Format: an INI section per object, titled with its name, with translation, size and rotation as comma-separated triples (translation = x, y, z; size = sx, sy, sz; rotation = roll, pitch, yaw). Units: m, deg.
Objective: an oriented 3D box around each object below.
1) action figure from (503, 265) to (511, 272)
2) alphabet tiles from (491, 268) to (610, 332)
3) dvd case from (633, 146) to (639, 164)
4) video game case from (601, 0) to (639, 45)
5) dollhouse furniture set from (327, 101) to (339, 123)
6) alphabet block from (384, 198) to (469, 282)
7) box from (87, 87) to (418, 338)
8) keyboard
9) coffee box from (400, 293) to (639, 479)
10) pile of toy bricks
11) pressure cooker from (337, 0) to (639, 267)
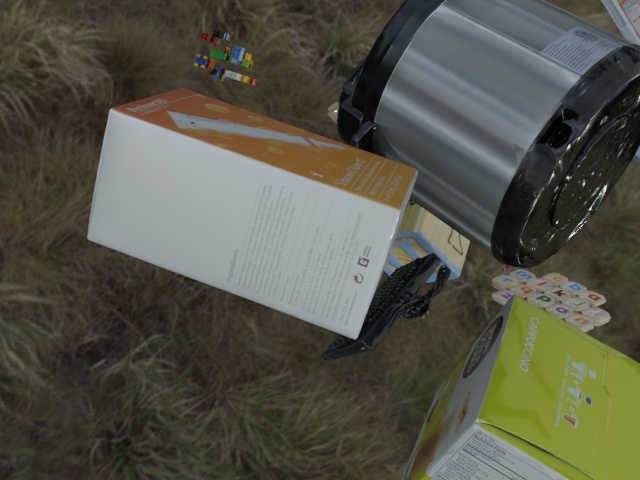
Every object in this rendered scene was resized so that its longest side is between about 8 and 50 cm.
[action figure]
translation = 0.464, -0.002, 1.985
size = 0.139, 0.280, 0.091
rotation = -51, 125, -24
[alphabet tiles]
translation = 0.585, 0.152, 1.834
size = 0.277, 0.021, 0.284
rotation = -14, 31, -36
[dvd case]
translation = 0.661, -0.175, 1.263
size = 0.180, 0.022, 0.253
rotation = -42, 54, -3
[video game case]
translation = 0.595, -0.504, 1.389
size = 0.204, 0.025, 0.285
rotation = -37, 95, -34
[dollhouse furniture set]
translation = 0.249, -0.323, 2.081
size = 0.355, 0.303, 0.174
rotation = 36, 25, -47
[alphabet block]
translation = 0.238, -0.029, 1.728
size = 0.192, 0.193, 0.197
rotation = 45, 53, -31
[box]
translation = -0.074, -0.048, 0.895
size = 0.345, 0.168, 0.215
rotation = 19, 21, 6
[keyboard]
translation = 0.137, 0.103, 1.271
size = 0.033, 0.201, 0.317
rotation = 60, 39, -11
[coffee box]
translation = 0.380, 0.370, 1.277
size = 0.338, 0.334, 0.338
rotation = 30, 42, 5
[pile of toy bricks]
translation = -0.227, -0.465, 1.850
size = 0.212, 0.118, 0.105
rotation = 27, 13, 41
[pressure cooker]
translation = 0.255, -0.210, 1.119
size = 0.420, 0.376, 0.369
rotation = 38, 21, 28
